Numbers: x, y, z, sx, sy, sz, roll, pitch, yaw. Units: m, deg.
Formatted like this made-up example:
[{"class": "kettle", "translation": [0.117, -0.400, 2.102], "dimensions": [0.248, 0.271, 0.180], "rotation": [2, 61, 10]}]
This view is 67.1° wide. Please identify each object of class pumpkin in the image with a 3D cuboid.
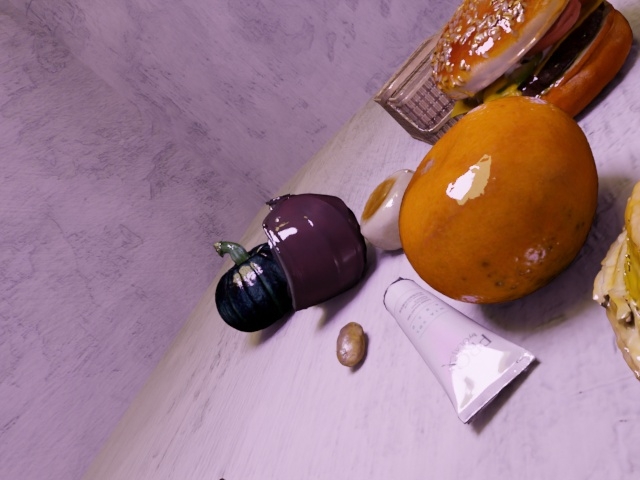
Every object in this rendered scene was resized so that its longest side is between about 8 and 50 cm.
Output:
[{"class": "pumpkin", "translation": [-0.168, 0.090, 1.200], "dimensions": [0.248, 0.248, 0.248], "rotation": [-46, 14, 15]}]

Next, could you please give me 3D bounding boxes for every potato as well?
[{"class": "potato", "translation": [0.048, 0.156, 0.747], "dimensions": [0.092, 0.045, 0.047], "rotation": [-72, -10, -64]}]

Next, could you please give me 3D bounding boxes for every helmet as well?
[{"class": "helmet", "translation": [0.000, 0.000, 0.989], "dimensions": [0.177, 0.225, 0.305], "rotation": [-20, 18, 6]}]

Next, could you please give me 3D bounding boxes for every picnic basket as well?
[{"class": "picnic basket", "translation": [0.275, -0.380, 1.182], "dimensions": [0.228, 0.175, 0.313], "rotation": [-47, 14, 10]}]

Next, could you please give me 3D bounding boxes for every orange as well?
[{"class": "orange", "translation": [0.192, -0.038, 0.531], "dimensions": [0.240, 0.171, 0.240], "rotation": [-54, 8, 11]}]

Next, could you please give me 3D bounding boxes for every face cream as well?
[{"class": "face cream", "translation": [0.140, 0.110, 0.561], "dimensions": [0.092, 0.058, 0.244], "rotation": [-45, 20, 1]}]

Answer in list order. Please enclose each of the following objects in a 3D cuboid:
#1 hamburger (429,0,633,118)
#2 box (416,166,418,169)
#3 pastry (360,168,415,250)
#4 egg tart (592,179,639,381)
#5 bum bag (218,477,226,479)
[{"class": "hamburger", "translation": [0.312, -0.305, 0.761], "dimensions": [0.291, 0.225, 0.291], "rotation": [-49, 13, 16]}, {"class": "box", "translation": [0.218, -0.108, 0.836], "dimensions": [0.063, 0.085, 0.060], "rotation": [-39, 14, 11]}, {"class": "pastry", "translation": [0.139, -0.057, 0.890], "dimensions": [0.157, 0.091, 0.156], "rotation": [-59, 14, 24]}, {"class": "egg tart", "translation": [0.287, -0.014, 0.281], "dimensions": [0.295, 0.116, 0.295], "rotation": [-48, 14, 16]}, {"class": "bum bag", "translation": [-0.188, 0.451, 0.746], "dimensions": [0.109, 0.026, 0.159], "rotation": [-50, 13, 2]}]
